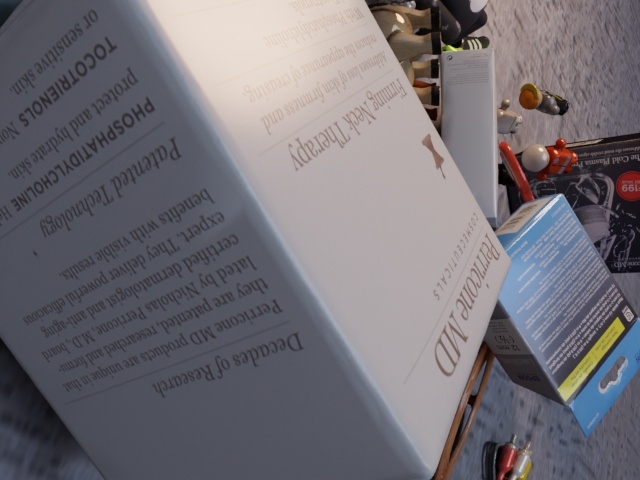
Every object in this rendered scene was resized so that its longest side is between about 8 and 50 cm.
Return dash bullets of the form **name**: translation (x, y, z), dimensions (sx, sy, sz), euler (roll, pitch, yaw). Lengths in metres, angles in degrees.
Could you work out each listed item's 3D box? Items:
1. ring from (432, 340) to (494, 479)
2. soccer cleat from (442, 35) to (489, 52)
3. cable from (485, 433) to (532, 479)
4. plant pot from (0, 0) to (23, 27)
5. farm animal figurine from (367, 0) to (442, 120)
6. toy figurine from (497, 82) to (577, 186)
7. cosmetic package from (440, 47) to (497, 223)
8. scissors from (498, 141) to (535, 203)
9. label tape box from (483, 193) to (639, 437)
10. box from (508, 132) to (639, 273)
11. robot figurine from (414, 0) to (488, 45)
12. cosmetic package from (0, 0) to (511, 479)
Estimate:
- **ring**: translation (0.275, 0.320, 1.234), dimensions (0.336, 0.032, 0.336), euler (-50, 151, -41)
- **soccer cleat**: translation (0.324, -0.432, 1.425), dimensions (0.179, 0.060, 0.072), euler (-43, 106, -43)
- **cable**: translation (0.403, 0.571, 1.431), dimensions (0.139, 0.072, 0.287), euler (44, 55, -32)
- **plant pot**: translation (-0.348, -0.269, 0.470), dimensions (0.252, 0.248, 0.247), euler (5, 82, -27)
- **farm animal figurine**: translation (0.104, -0.226, 1.023), dimensions (0.330, 0.172, 0.326), euler (-80, 166, -54)
- **toy figurine**: translation (0.447, -0.229, 1.442), dimensions (0.148, 0.213, 0.209), euler (1, 83, -34)
- **cosmetic package**: translation (0.288, -0.161, 1.222), dimensions (0.377, 0.098, 0.284), euler (14, 78, -74)
- **scissors**: translation (0.415, -0.056, 1.248), dimensions (0.297, 0.021, 0.109), euler (65, 10, 1)
- **label tape box**: translation (0.413, 0.130, 1.144), dimensions (0.249, 0.115, 0.347), euler (-39, 101, -26)
- **box**: translation (0.668, -0.086, 1.586), dimensions (0.179, 0.343, 0.312), euler (-23, 104, -50)
- **robot figurine**: translation (0.204, -0.485, 1.198), dimensions (0.278, 0.209, 0.173), euler (29, 95, -46)
- **cosmetic package**: translation (-0.082, -0.017, 0.598), dimensions (0.393, 0.327, 0.329), euler (58, 34, -10)
